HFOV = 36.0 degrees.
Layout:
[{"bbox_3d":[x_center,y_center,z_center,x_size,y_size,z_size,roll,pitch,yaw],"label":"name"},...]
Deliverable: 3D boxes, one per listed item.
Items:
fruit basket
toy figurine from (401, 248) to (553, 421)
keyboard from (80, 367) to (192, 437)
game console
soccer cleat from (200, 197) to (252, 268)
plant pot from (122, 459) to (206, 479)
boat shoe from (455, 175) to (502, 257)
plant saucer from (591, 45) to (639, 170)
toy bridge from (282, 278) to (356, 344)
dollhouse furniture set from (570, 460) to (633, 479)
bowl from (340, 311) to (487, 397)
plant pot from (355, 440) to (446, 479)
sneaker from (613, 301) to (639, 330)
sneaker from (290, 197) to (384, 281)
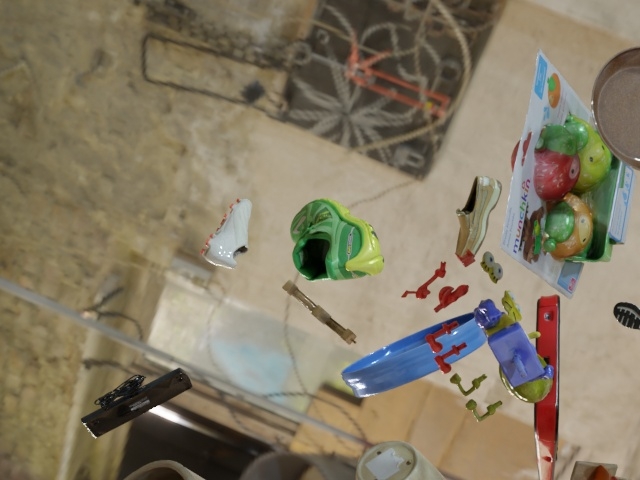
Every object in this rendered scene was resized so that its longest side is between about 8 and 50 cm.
[{"bbox_3d":[0.401,-0.095,1.617,0.353,0.165,0.327,32,69,-59],"label":"fruit basket"},{"bbox_3d":[0.318,0.216,1.765,0.191,0.362,0.217,-29,-158,0],"label":"toy figurine"},{"bbox_3d":[-0.318,0.263,1.685,0.192,0.038,0.100,-27,147,-11],"label":"keyboard"},{"bbox_3d":[0.550,0.358,2.363,0.342,0.060,0.386,70,25,-49],"label":"game console"},{"bbox_3d":[-0.166,-0.011,1.911,0.068,0.076,0.196,-58,-177,38],"label":"soccer cleat"},{"bbox_3d":[-0.181,0.521,1.429,0.323,0.280,0.323,-37,-147,29],"label":"plant pot"},{"bbox_3d":[0.318,-0.049,2.103,0.068,0.072,0.190,33,-74,66],"label":"boat shoe"},{"bbox_3d":[0.493,-0.194,1.491,0.198,0.199,0.036,-67,-172,-13],"label":"plant saucer"},{"bbox_3d":[0.003,0.149,1.969,0.026,0.188,0.063,-49,153,-5],"label":"toy bridge"},{"bbox_3d":[0.491,0.541,1.710,0.262,0.135,0.259,-128,-131,-70],"label":"dollhouse furniture set"},{"bbox_3d":[0.243,0.289,2.490,0.391,0.077,0.391,-24,178,-1],"label":"bowl"},{"bbox_3d":[0.169,0.541,1.966,0.274,0.257,0.256,68,30,-30],"label":"plant pot"},{"bbox_3d":[0.530,0.134,1.608,0.044,0.109,0.040,18,99,-58],"label":"sneaker"},{"bbox_3d":[0.000,0.000,1.659,0.295,0.124,0.109,-156,-129,-67],"label":"sneaker"}]
